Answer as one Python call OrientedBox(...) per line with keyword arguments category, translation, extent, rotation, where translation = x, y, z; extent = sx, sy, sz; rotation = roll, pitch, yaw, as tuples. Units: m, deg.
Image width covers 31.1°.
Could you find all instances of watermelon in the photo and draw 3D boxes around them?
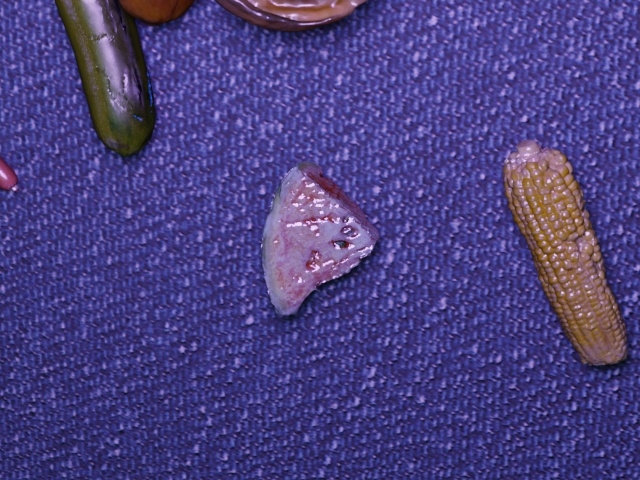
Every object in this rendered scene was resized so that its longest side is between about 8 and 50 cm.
OrientedBox(category="watermelon", translation=(0.000, 0.000, 1.387), extent=(0.139, 0.071, 0.187), rotation=(7, 99, -2))

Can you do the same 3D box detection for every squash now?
OrientedBox(category="squash", translation=(-0.260, -0.257, 1.332), extent=(0.087, 0.087, 0.331), rotation=(-14, 105, 11))

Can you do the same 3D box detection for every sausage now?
OrientedBox(category="sausage", translation=(-0.452, -0.142, 1.420), extent=(0.029, 0.029, 0.223), rotation=(-41, 97, 16))

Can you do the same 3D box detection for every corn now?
OrientedBox(category="corn", translation=(0.289, 0.018, 1.341), extent=(0.086, 0.086, 0.288), rotation=(-21, 104, 13))

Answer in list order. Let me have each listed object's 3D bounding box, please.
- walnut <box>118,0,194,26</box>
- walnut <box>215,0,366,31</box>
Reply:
OrientedBox(category="walnut", translation=(-0.171, -0.340, 1.282), extent=(0.116, 0.116, 0.207), rotation=(19, 105, 2))
OrientedBox(category="walnut", translation=(-0.022, -0.350, 1.247), extent=(0.204, 0.141, 0.238), rotation=(1, 106, -5))
